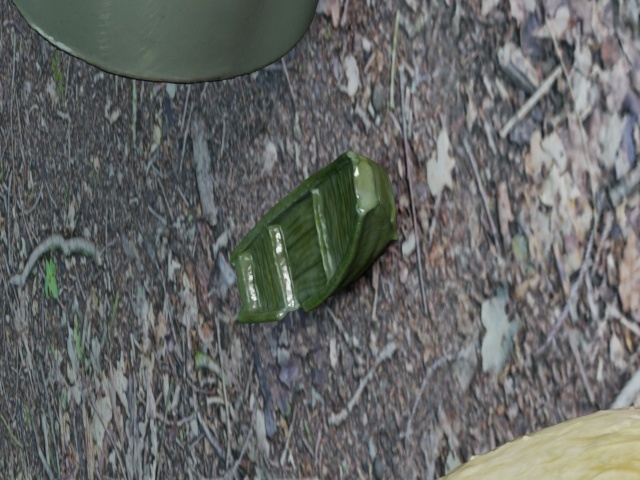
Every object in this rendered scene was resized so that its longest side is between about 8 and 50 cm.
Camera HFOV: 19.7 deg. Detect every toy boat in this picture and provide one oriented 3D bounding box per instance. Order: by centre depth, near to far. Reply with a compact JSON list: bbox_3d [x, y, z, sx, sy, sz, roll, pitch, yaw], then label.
[{"bbox_3d":[0.000,0.000,1.380,0.293,0.055,0.093,140,122,-65],"label":"toy boat"}]

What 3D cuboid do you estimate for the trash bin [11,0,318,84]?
[{"bbox_3d":[-0.084,-0.340,1.224,0.432,0.280,0.280,105,151,-48],"label":"trash bin"}]

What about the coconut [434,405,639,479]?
[{"bbox_3d":[0.149,0.212,0.785,0.297,0.255,0.297,-12,-90,-88],"label":"coconut"}]
